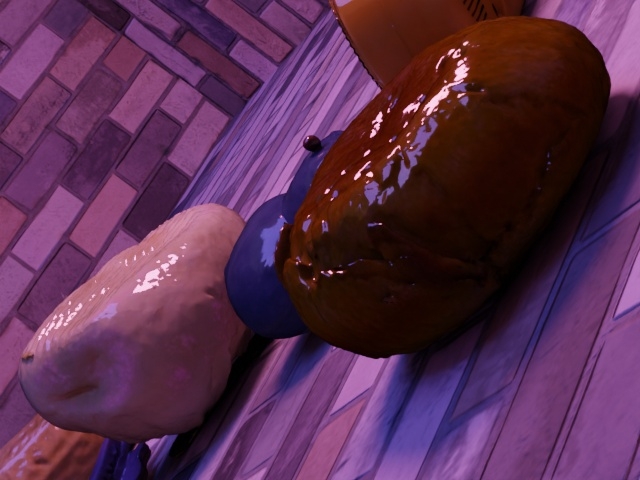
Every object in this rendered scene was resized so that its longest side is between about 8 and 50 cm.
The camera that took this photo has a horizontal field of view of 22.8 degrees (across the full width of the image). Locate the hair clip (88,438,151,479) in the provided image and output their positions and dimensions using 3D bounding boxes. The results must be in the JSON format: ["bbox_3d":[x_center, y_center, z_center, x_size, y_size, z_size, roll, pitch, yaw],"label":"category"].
[{"bbox_3d":[-0.291,0.344,2.077,0.137,0.090,0.278,-48,6,34],"label":"hair clip"}]

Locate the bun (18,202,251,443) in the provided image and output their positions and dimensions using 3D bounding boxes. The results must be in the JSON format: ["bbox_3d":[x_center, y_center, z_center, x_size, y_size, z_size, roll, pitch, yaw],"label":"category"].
[{"bbox_3d":[-0.204,0.122,2.002,0.361,0.213,0.361,-35,12,9],"label":"bun"}]

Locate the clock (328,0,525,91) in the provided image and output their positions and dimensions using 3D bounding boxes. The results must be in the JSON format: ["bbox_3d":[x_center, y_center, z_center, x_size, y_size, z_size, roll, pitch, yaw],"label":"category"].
[{"bbox_3d":[0.121,-0.290,1.877,0.200,0.244,0.317,-32,21,24],"label":"clock"}]

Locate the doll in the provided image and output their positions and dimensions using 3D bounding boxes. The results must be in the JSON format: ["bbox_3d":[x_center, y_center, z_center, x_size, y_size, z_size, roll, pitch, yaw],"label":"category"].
[{"bbox_3d":[0.000,0.000,1.745,0.258,0.154,0.228,-56,11,27],"label":"doll"}]

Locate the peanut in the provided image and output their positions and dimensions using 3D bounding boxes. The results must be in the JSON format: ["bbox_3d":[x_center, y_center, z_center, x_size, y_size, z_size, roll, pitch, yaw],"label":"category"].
[{"bbox_3d":[-0.380,0.320,2.373,0.340,0.158,0.174,-50,-24,-4],"label":"peanut"}]

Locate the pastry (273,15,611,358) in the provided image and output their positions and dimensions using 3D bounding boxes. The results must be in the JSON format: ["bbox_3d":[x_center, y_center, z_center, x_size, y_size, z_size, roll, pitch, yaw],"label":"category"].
[{"bbox_3d":[0.101,-0.053,1.346,0.356,0.164,0.356,-52,7,9],"label":"pastry"}]

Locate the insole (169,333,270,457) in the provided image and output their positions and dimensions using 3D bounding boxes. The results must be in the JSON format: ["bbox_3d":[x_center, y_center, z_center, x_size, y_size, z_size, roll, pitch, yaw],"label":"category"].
[{"bbox_3d":[-0.086,0.139,2.019,0.348,0.009,0.119,-52,8,7],"label":"insole"}]
